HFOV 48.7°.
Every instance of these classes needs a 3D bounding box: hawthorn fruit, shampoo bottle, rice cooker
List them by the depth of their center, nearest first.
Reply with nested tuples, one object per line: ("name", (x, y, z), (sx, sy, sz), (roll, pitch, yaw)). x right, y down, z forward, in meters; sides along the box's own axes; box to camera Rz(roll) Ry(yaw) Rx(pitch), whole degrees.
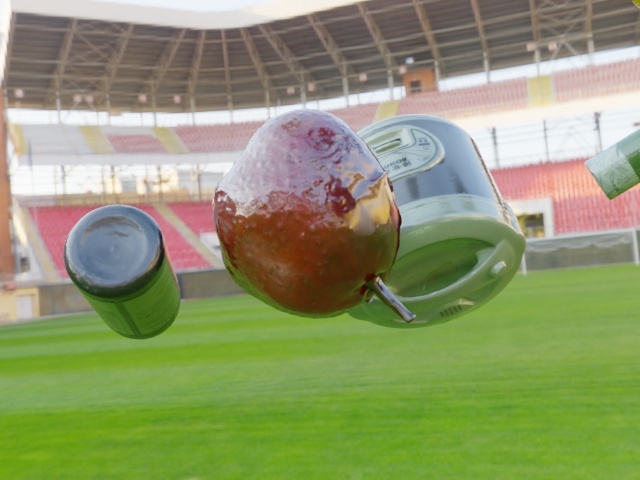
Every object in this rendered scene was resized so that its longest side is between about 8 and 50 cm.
("hawthorn fruit", (0.000, 0.000, 0.786), (0.210, 0.266, 0.230), (-32, -16, -28))
("shampoo bottle", (-0.218, 0.057, 0.828), (0.101, 0.101, 0.284), (-5, -21, -7))
("shampoo bottle", (0.440, -0.130, 0.886), (0.204, 0.065, 0.065), (-35, -15, 23))
("rice cooker", (0.144, -0.020, 1.080), (0.288, 0.277, 0.288), (-7, -39, -6))

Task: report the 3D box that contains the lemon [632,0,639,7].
("lemon", (0.294, -0.213, 0.414), (0.260, 0.204, 0.204), (-19, -7, 18))
